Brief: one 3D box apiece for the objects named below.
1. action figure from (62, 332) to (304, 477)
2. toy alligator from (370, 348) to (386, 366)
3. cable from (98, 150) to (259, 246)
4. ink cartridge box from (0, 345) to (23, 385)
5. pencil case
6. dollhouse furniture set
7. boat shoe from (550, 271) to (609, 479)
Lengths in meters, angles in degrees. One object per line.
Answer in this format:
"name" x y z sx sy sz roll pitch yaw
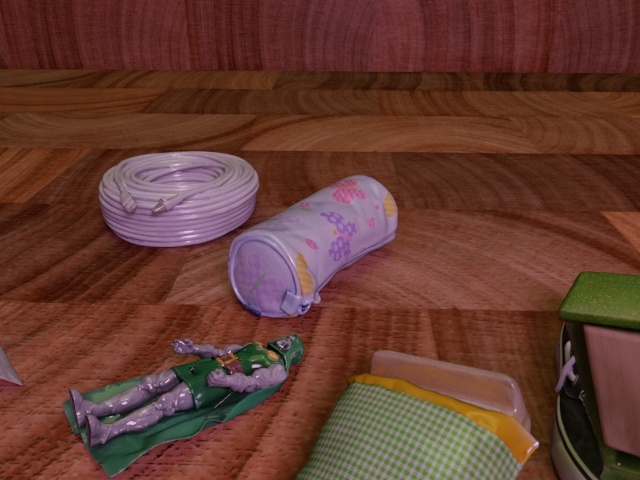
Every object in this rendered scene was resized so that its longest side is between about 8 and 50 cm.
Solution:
"action figure" -0.114 0.137 0.606 0.232 0.063 0.137 -14 25 -35
"toy alligator" 0.091 0.163 0.561 0.051 0.056 0.189 37 12 -22
"cable" -0.228 -0.077 1.027 0.257 0.089 0.257 -16 29 -32
"ink cartridge box" -0.436 0.084 0.619 0.189 0.232 0.066 29 77 45
"pencil case" 0.000 0.000 0.832 0.124 0.113 0.273 24 33 23
"dollhouse furniture set" 0.084 0.131 0.382 0.302 0.151 0.197 4 39 40
"boat shoe" 0.276 0.126 0.569 0.113 0.104 0.306 9 26 18
